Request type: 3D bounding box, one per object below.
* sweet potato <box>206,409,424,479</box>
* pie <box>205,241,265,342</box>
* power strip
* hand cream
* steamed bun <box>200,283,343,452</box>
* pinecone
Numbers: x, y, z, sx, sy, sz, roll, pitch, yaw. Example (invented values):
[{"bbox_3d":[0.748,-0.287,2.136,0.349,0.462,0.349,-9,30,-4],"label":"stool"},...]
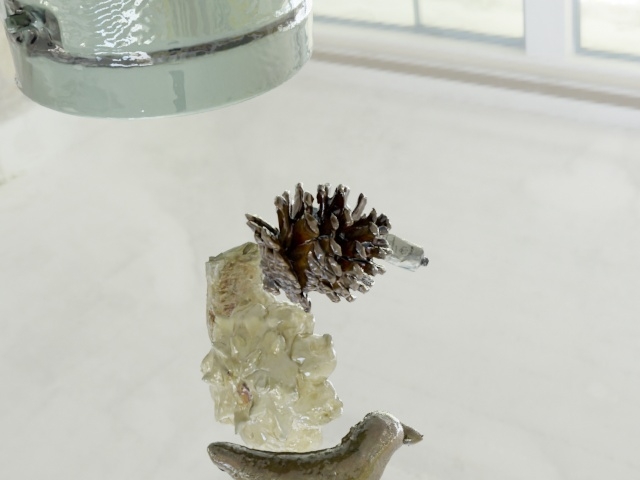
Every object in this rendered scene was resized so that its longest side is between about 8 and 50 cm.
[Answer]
[{"bbox_3d":[0.007,0.310,1.449,0.310,0.098,0.124,-10,-128,-14],"label":"sweet potato"},{"bbox_3d":[-0.158,0.111,1.938,0.129,0.282,0.068,-21,-130,-24],"label":"pie"},{"bbox_3d":[-0.185,-0.261,1.135,0.358,0.161,0.357,-2,-148,1],"label":"power strip"},{"bbox_3d":[0.076,0.004,1.896,0.248,0.052,0.075,16,-128,-1],"label":"hand cream"},{"bbox_3d":[-0.107,0.222,1.740,0.137,0.295,0.292,-9,177,-43],"label":"steamed bun"},{"bbox_3d":[-0.002,0.003,1.376,0.195,0.179,0.150,-6,-126,19],"label":"pinecone"}]
